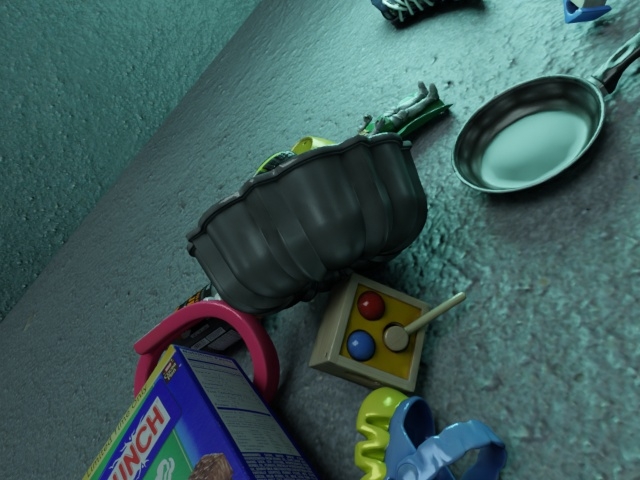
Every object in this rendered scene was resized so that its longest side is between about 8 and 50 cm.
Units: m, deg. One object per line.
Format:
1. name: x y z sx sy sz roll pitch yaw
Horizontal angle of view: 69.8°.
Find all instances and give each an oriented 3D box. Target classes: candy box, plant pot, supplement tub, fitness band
1. candy box: -0.148 0.318 0.526 0.317 0.122 0.268 33 91 50
2. plant pot: -0.009 -0.146 0.891 0.134 0.095 0.134 -28 43 29
3. supplement tub: -0.185 0.137 0.824 0.190 0.117 0.117 -36 39 21
4. fitness band: -0.194 0.217 0.735 0.291 0.054 0.209 -35 77 21

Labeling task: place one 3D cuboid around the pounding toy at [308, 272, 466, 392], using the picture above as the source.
1. pounding toy: 0.082 0.109 0.559 0.100 0.141 0.130 135 156 -62

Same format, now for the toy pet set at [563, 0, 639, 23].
1. toy pet set: 0.416 -0.341 0.647 0.114 0.065 0.122 -7 49 0

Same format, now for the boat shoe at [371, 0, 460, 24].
1. boat shoe: 0.208 -0.523 0.972 0.158 0.127 0.340 -45 28 21

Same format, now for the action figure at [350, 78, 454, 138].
1. action figure: 0.104 -0.195 0.818 0.232 0.063 0.137 -38 26 3

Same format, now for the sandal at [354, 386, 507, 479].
1. sandal: 0.098 0.280 0.398 0.138 0.126 0.317 -18 49 32

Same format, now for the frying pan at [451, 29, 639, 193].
1. frying pan: 0.314 -0.188 0.615 0.326 0.053 0.197 -49 36 0

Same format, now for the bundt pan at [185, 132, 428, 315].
1. bundt pan: 0.000 0.000 0.616 0.331 0.331 0.124 -32 77 25

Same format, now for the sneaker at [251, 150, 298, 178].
1. sneaker: -0.123 -0.039 0.873 0.299 0.111 0.121 -61 25 18
